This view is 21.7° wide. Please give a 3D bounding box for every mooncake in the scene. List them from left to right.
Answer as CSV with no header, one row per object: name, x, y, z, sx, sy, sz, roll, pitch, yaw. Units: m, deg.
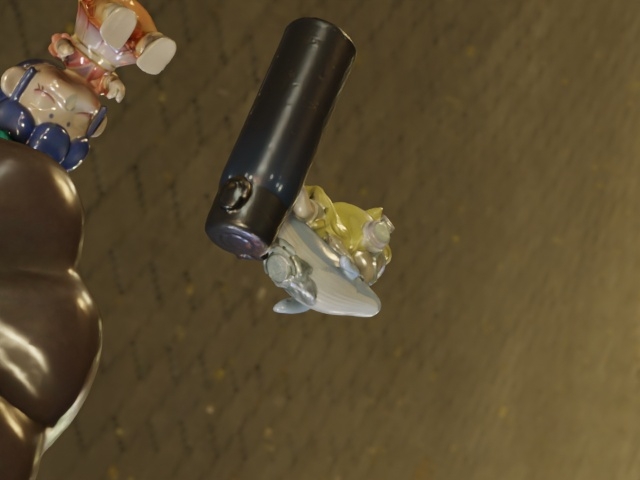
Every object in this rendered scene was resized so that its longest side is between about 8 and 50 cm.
mooncake,-0.265,0.048,0.955,0.306,0.306,0.154,-56,-171,-30

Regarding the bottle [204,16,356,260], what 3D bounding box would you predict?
bottle,-0.037,-0.094,1.513,0.082,0.072,0.244,67,37,-50

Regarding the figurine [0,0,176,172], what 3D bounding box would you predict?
figurine,-0.203,-0.119,1.370,0.195,0.102,0.111,-45,120,12

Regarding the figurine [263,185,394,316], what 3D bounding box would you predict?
figurine,0.000,0.000,1.886,0.128,0.208,0.184,-34,-179,39
